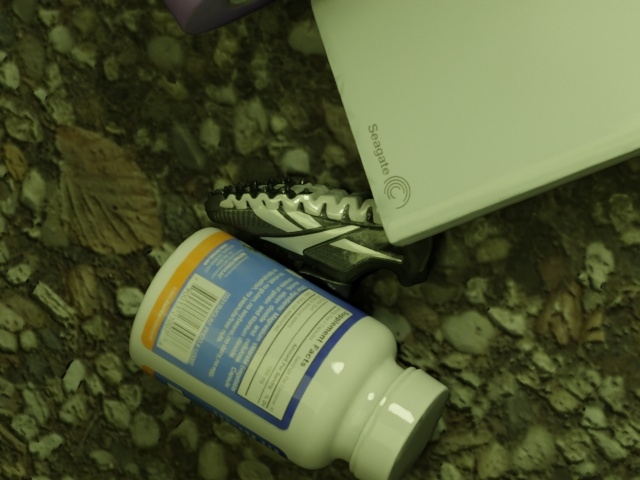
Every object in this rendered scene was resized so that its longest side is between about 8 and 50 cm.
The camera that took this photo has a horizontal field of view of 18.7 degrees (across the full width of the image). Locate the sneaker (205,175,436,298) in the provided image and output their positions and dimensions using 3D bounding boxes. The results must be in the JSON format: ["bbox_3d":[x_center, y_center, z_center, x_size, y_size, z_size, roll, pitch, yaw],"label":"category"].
[{"bbox_3d":[0.000,0.000,1.778,0.234,0.078,0.106,4,101,21],"label":"sneaker"}]

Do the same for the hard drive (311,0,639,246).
[{"bbox_3d":[0.183,-0.164,1.638,0.353,0.047,0.233,-22,80,22],"label":"hard drive"}]

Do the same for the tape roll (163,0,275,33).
[{"bbox_3d":[-0.021,-0.281,1.612,0.275,0.275,0.090,-33,89,26],"label":"tape roll"}]

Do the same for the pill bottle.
[{"bbox_3d":[-0.026,0.114,1.775,0.272,0.152,0.152,30,112,14],"label":"pill bottle"}]
